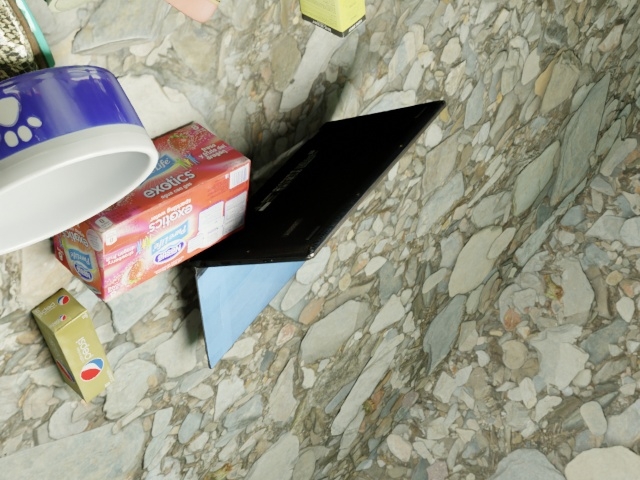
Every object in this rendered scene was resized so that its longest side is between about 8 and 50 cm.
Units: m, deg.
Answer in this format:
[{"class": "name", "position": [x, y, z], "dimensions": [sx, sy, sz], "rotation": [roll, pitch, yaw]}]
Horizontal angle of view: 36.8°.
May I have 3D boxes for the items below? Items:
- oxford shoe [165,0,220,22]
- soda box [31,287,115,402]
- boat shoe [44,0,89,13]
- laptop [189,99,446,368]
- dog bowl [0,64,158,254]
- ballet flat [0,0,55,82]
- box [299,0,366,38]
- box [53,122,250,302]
[{"class": "oxford shoe", "position": [-0.189, -0.373, 1.019], "dimensions": [0.146, 0.140, 0.397], "rotation": [-43, 162, 10]}, {"class": "soda box", "position": [-0.357, 0.155, 1.402], "dimensions": [0.058, 0.061, 0.181], "rotation": [-39, 146, -25]}, {"class": "boat shoe", "position": [-0.243, -0.274, 0.911], "dimensions": [0.084, 0.079, 0.233], "rotation": [-29, -178, -6]}, {"class": "laptop", "position": [0.000, 0.000, 1.534], "dimensions": [0.382, 0.408, 0.236], "rotation": [-49, 119, -35]}, {"class": "dog bowl", "position": [-0.319, -0.080, 1.051], "dimensions": [0.265, 0.104, 0.265], "rotation": [-28, 174, -3]}, {"class": "ballet flat", "position": [-0.375, -0.299, 0.848], "dimensions": [0.182, 0.164, 0.483], "rotation": [-26, 144, -19]}, {"class": "box", "position": [0.008, -0.401, 1.351], "dimensions": [0.058, 0.087, 0.232], "rotation": [-44, 147, -24]}, {"class": "box", "position": [-0.230, -0.044, 1.322], "dimensions": [0.257, 0.123, 0.128], "rotation": [-31, 144, -36]}]
